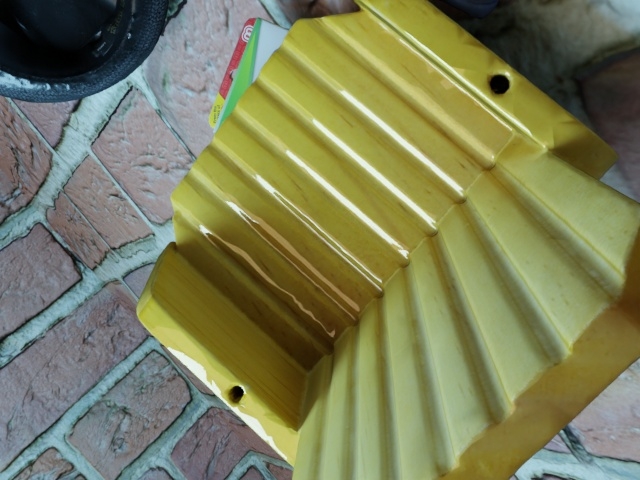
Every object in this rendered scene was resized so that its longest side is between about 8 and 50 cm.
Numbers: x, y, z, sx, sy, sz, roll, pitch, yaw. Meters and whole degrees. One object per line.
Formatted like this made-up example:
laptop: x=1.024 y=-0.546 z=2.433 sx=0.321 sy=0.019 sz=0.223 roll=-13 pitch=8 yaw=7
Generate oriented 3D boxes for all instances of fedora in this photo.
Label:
fedora: x=-0.339 y=-0.336 z=0.746 sx=0.333 sy=0.334 sz=0.152 roll=66 pitch=176 yaw=-33

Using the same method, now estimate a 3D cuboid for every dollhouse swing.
dollhouse swing: x=0.000 y=0.000 z=0.457 sx=0.315 sy=0.305 sz=0.346 roll=41 pitch=107 yaw=7

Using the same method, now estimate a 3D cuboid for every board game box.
board game box: x=0.010 y=-0.119 z=0.623 sx=0.260 sy=0.124 sz=0.039 roll=27 pitch=-168 yaw=18

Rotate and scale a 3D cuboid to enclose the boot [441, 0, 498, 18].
boot: x=0.061 y=-0.241 z=0.470 sx=0.190 sy=0.069 sz=0.086 roll=38 pitch=145 yaw=13
